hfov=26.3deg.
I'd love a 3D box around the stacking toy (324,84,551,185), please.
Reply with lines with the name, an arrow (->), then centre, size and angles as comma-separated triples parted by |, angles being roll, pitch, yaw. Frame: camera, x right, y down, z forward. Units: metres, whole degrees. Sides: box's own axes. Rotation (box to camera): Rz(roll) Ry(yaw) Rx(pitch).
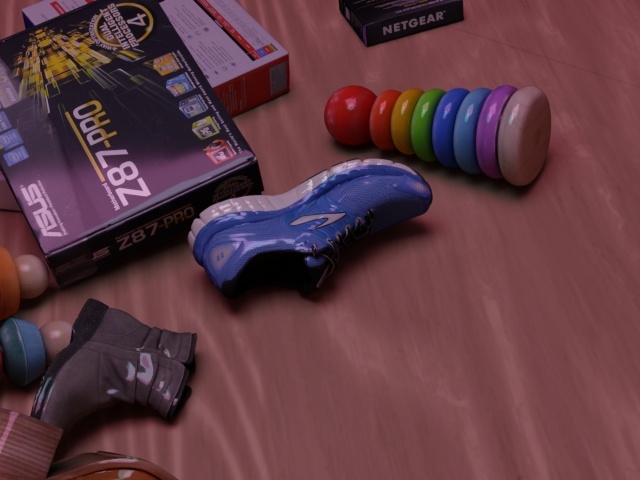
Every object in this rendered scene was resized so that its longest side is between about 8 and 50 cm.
stacking toy -> 0.158, -0.170, 1.981 | 0.330, 0.141, 0.141 | 11, 43, 29

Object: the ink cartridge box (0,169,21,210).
ink cartridge box -> -0.479, -0.104, 2.038 | 0.151, 0.063, 0.109 | 6, 41, 15

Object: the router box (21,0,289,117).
router box -> -0.264, -0.305, 2.183 | 0.301, 0.082, 0.335 | -27, 54, -22

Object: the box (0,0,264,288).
box -> -0.307, -0.162, 1.952 | 0.318, 0.097, 0.395 | -26, 59, -10

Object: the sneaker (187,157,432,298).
sneaker -> 0.000, 0.000, 1.818 | 0.330, 0.129, 0.147 | -19, 55, -9

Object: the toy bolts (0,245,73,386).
toy bolts -> -0.396, 0.070, 1.735 | 0.159, 0.218, 0.228 | -10, 57, -26

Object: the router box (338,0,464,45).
router box -> 0.134, -0.398, 2.309 | 0.179, 0.046, 0.133 | -17, 41, -11

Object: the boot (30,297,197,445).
boot -> -0.243, 0.180, 1.641 | 0.161, 0.083, 0.246 | 20, 48, 2

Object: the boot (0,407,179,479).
boot -> -0.264, 0.323, 1.445 | 0.109, 0.283, 0.220 | -2, 65, 51
